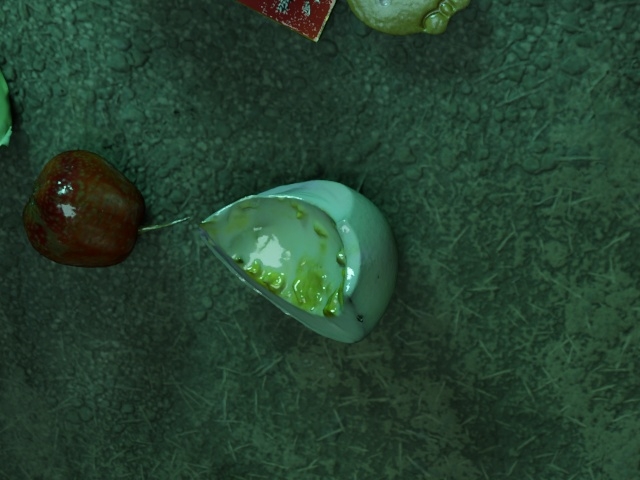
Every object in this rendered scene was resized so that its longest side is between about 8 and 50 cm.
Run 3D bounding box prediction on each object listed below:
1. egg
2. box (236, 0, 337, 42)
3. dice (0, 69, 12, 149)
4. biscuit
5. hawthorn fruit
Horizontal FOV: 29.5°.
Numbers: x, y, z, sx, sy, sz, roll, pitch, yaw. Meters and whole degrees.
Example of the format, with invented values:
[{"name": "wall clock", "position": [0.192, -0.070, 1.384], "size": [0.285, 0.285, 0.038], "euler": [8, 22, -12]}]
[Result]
[{"name": "egg", "position": [0.002, 0.009, 1.574], "size": [0.271, 0.162, 0.206], "euler": [24, 157, 36]}, {"name": "box", "position": [-0.043, -0.316, 1.514], "size": [0.133, 0.023, 0.090], "euler": [28, 117, -1]}, {"name": "dice", "position": [-0.567, -0.173, 1.562], "size": [0.254, 0.252, 0.250], "euler": [-22, 108, 21]}, {"name": "biscuit", "position": [0.077, -0.353, 1.452], "size": [0.184, 0.035, 0.249], "euler": [-23, 104, 12]}, {"name": "hawthorn fruit", "position": [-0.293, -0.028, 1.639], "size": [0.203, 0.163, 0.163], "euler": [24, 117, -19]}]
